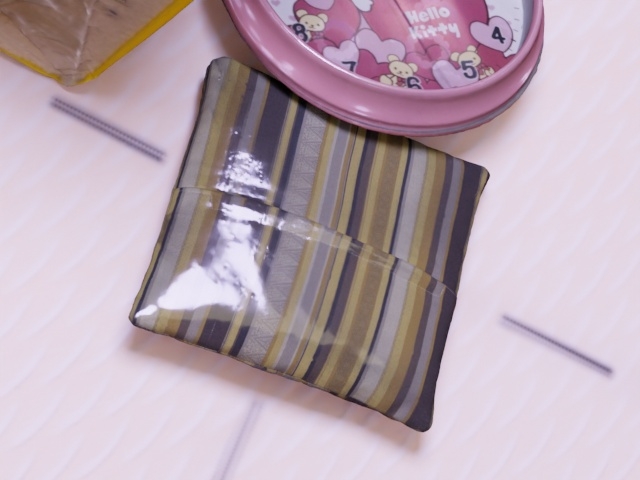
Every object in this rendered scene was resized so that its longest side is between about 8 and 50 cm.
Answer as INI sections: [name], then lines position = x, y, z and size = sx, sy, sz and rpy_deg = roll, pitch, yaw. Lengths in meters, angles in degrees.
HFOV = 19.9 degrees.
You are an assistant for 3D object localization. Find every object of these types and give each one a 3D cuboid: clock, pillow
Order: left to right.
[pillow]
position = 0.000, 0.000, 1.194
size = 0.212, 0.052, 0.208
rpy_deg = 22, 59, -14
[clock]
position = 0.044, -0.177, 1.267
size = 0.244, 0.056, 0.244
rpy_deg = 9, 58, -15

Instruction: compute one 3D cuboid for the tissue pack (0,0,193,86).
[tissue pack]
position = -0.118, -0.333, 1.134
size = 0.228, 0.293, 0.382
rpy_deg = 31, 62, -18
